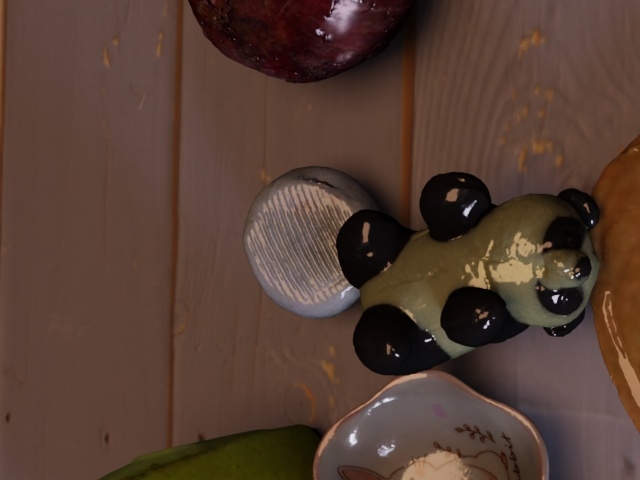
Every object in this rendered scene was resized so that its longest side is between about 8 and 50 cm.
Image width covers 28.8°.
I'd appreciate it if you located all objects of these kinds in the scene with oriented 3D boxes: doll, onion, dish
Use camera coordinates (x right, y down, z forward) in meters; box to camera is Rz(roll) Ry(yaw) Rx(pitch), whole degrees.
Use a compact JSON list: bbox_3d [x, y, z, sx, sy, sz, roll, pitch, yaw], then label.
[{"bbox_3d":[0.119,0.029,1.025,0.234,0.135,0.143,-26,64,41],"label":"doll"},{"bbox_3d":[-0.030,-0.263,1.098,0.252,0.219,0.252,6,99,40],"label":"onion"},{"bbox_3d":[0.105,0.228,1.071,0.229,0.081,0.229,-5,77,24],"label":"dish"}]

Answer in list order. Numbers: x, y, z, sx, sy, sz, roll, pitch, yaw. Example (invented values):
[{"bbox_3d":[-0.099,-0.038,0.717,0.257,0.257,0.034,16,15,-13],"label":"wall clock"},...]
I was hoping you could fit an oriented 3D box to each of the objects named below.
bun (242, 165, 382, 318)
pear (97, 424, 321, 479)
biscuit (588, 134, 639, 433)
[{"bbox_3d":[0.000,0.000,1.156,0.141,0.083,0.141,2,96,22],"label":"bun"},{"bbox_3d":[-0.147,0.341,1.114,0.342,0.318,0.238,-46,62,26],"label":"pear"},{"bbox_3d":[0.379,0.042,0.917,0.365,0.062,0.385,-42,68,25],"label":"biscuit"}]
